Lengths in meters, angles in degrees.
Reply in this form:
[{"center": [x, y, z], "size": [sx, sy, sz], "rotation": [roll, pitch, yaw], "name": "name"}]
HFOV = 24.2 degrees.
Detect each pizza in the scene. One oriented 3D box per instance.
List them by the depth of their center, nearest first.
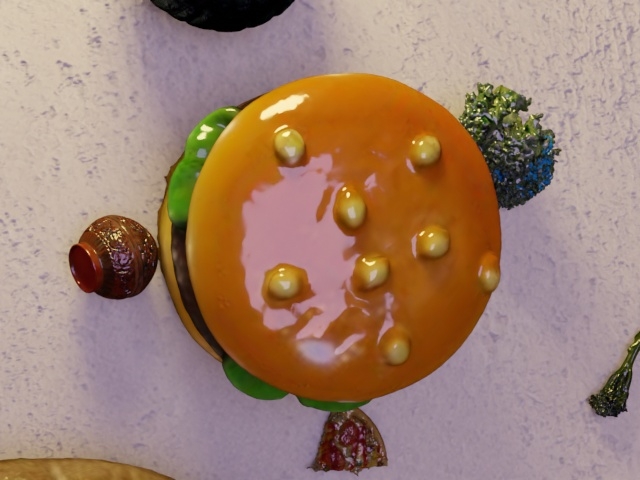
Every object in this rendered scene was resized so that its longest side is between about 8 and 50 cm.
[{"center": [0.046, 0.257, 1.853], "size": [0.099, 0.029, 0.100], "rotation": [26, 85, -17], "name": "pizza"}]

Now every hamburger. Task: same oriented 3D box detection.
[{"center": [0.000, 0.000, 1.701], "size": [0.395, 0.277, 0.396], "rotation": [0, 91, -17], "name": "hamburger"}]

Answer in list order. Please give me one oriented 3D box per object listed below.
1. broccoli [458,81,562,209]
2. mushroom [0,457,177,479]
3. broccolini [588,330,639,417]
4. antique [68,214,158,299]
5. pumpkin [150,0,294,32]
[{"center": [0.223, -0.122, 1.846], "size": [0.167, 0.154, 0.160], "rotation": [31, 39, -23], "name": "broccoli"}, {"center": [-0.215, 0.370, 1.709], "size": [0.397, 0.224, 0.314], "rotation": [-15, 82, -23], "name": "mushroom"}, {"center": [0.417, 0.136, 1.962], "size": [0.044, 0.042, 0.218], "rotation": [31, 77, -14], "name": "broccolini"}, {"center": [-0.235, 0.019, 1.725], "size": [0.104, 0.104, 0.104], "rotation": [-1, 92, -17], "name": "antique"}, {"center": [-0.103, -0.357, 1.672], "size": [0.248, 0.248, 0.248], "rotation": [-1, 92, -17], "name": "pumpkin"}]
